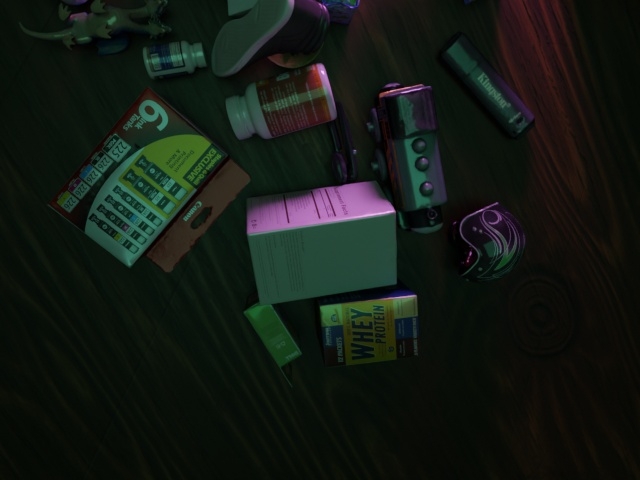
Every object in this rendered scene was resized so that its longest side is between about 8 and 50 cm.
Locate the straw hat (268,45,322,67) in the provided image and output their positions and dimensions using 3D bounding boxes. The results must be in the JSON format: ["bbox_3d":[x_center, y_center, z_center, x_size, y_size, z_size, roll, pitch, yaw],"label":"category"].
[{"bbox_3d":[-0.050,-0.428,1.048,0.144,0.061,0.144,0,91,17],"label":"straw hat"}]

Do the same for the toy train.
[{"bbox_3d":[0.189,-0.173,1.050,0.142,0.190,0.334,-11,100,-3],"label":"toy train"}]

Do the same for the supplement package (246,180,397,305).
[{"bbox_3d":[0.000,0.000,1.048,0.293,0.175,0.177,-8,119,-5],"label":"supplement package"}]

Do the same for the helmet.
[{"bbox_3d":[0.379,0.012,1.116,0.169,0.169,0.161,-25,85,-1],"label":"helmet"}]

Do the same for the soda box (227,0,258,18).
[{"bbox_3d":[-0.086,-0.498,0.967,0.216,0.069,0.074,2,99,36],"label":"soda box"}]

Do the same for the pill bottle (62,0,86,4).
[{"bbox_3d":[-0.569,-0.595,0.913,0.301,0.169,0.169,29,95,-10],"label":"pill bottle"}]

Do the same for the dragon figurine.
[{"bbox_3d":[-0.445,-0.429,0.995,0.289,0.144,0.085,-8,102,15],"label":"dragon figurine"}]

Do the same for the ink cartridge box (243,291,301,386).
[{"bbox_3d":[-0.094,0.217,1.126,0.062,0.109,0.209,-30,101,0],"label":"ink cartridge box"}]

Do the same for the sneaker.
[{"bbox_3d":[-0.100,-0.395,0.985,0.147,0.296,0.104,-3,84,-42],"label":"sneaker"}]

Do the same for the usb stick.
[{"bbox_3d":[0.380,-0.348,1.115,0.278,0.045,0.077,44,92,-11],"label":"usb stick"}]

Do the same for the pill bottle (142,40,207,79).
[{"bbox_3d":[-0.303,-0.380,1.027,0.120,0.067,0.067,-11,100,-4],"label":"pill bottle"}]

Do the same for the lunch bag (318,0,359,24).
[{"bbox_3d":[0.035,-0.540,1.005,0.096,0.129,0.151,5,100,-7],"label":"lunch bag"}]

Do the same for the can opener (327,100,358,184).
[{"bbox_3d":[0.049,-0.218,1.097,0.059,0.073,0.186,-7,91,3],"label":"can opener"}]

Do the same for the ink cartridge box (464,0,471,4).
[{"bbox_3d":[0.340,-0.603,1.046,0.092,0.090,0.143,-26,102,-1],"label":"ink cartridge box"}]

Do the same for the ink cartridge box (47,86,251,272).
[{"bbox_3d":[-0.342,-0.109,1.037,0.272,0.130,0.309,40,93,-12],"label":"ink cartridge box"}]

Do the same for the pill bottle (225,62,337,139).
[{"bbox_3d":[-0.082,-0.286,1.033,0.216,0.121,0.121,-15,101,3],"label":"pill bottle"}]

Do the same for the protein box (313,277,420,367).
[{"bbox_3d":[0.093,0.170,1.092,0.201,0.200,0.136,-6,100,-5],"label":"protein box"}]
